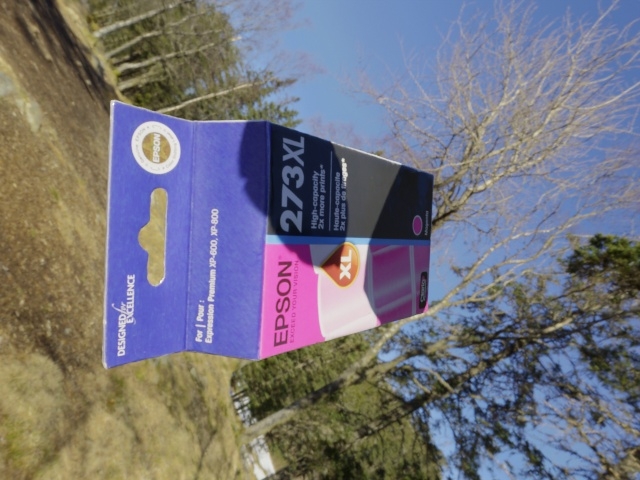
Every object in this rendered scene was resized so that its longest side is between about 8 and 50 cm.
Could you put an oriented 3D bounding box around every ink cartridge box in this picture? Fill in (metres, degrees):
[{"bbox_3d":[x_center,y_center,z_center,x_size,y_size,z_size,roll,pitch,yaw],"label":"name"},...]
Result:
[{"bbox_3d":[0.000,0.000,0.387,0.069,0.371,0.175,4,-88,41],"label":"ink cartridge box"}]
